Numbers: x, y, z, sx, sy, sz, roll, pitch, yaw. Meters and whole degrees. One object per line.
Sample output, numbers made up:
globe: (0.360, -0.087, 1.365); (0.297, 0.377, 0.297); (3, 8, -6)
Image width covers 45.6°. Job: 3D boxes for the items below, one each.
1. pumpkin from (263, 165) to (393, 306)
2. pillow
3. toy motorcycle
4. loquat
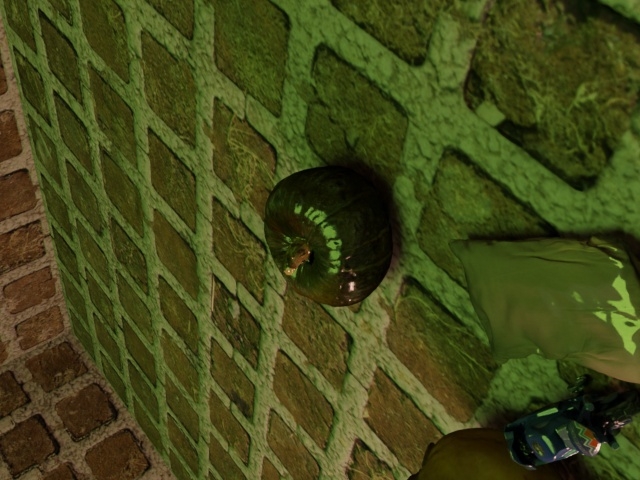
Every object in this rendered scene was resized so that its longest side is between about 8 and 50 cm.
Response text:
pumpkin: (0.000, 0.000, 1.107); (0.219, 0.162, 0.218); (33, 139, 34)
pillow: (0.260, 0.076, 0.857); (0.270, 0.067, 0.173); (-3, 106, 58)
toy motorcycle: (0.283, 0.221, 0.892); (0.076, 0.114, 0.205); (59, 151, 7)
loquat: (0.234, 0.360, 1.013); (0.238, 0.193, 0.238); (29, 156, 14)
